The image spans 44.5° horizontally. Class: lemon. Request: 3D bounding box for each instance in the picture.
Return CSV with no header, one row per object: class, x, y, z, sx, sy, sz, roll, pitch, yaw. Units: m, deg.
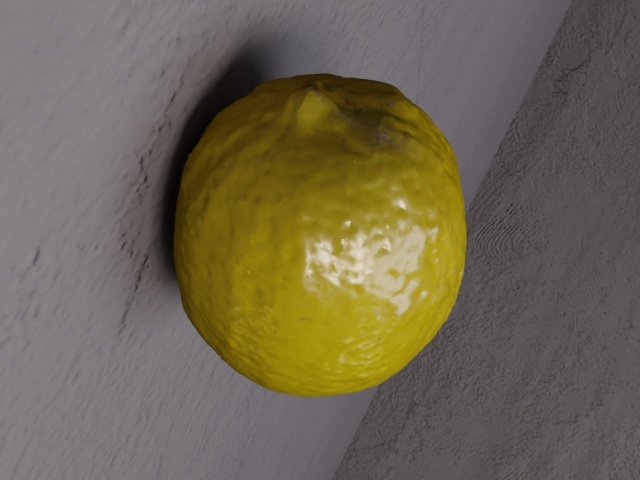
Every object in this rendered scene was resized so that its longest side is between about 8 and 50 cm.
lemon,0.000,-0.003,0.459,0.180,0.180,0.193,-39,132,-57
